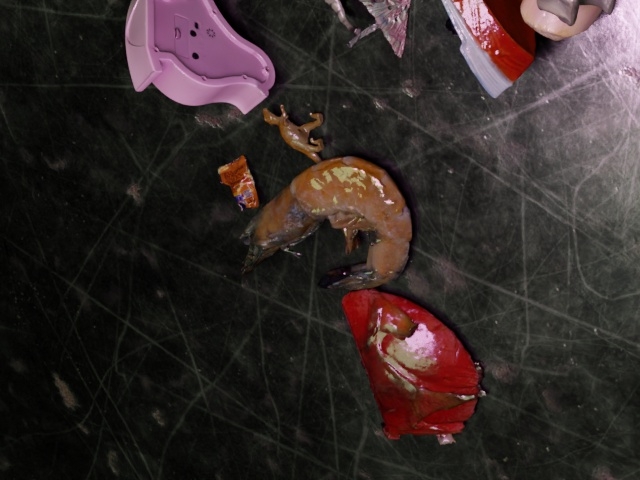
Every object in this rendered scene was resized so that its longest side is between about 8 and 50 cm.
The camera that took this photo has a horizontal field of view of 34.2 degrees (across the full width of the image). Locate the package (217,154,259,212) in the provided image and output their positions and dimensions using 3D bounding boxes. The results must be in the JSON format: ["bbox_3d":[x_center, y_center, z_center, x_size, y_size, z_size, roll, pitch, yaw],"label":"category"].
[{"bbox_3d":[-0.164,-0.110,2.107,0.077,0.033,0.111,-16,99,50],"label":"package"}]

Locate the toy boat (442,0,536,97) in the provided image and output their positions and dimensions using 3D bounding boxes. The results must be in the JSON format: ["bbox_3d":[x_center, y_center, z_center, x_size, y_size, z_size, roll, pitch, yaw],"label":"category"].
[{"bbox_3d":[0.217,-0.380,1.618,0.133,0.145,0.332,-27,90,41],"label":"toy boat"}]

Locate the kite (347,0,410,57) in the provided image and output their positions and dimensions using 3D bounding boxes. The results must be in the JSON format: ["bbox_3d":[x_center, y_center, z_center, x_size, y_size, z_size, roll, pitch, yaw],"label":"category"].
[{"bbox_3d":[0.101,-0.374,1.797,0.156,0.011,0.139,-28,93,41],"label":"kite"}]

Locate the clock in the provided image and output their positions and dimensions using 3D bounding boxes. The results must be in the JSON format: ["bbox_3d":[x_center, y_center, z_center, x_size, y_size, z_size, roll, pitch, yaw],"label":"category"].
[{"bbox_3d":[-0.225,-0.382,1.924,0.080,0.275,0.290,-33,55,44],"label":"clock"}]

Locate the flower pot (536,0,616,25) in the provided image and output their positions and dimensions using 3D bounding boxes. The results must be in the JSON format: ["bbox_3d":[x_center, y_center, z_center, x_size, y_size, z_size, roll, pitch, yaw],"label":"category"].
[{"bbox_3d":[0.301,-0.483,1.436,0.367,0.164,0.254,37,91,16],"label":"flower pot"}]

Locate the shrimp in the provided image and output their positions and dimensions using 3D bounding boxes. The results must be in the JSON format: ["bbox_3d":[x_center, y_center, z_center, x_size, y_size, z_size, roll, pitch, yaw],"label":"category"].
[{"bbox_3d":[0.000,0.000,2.025,0.445,0.085,0.272,-27,102,39],"label":"shrimp"}]

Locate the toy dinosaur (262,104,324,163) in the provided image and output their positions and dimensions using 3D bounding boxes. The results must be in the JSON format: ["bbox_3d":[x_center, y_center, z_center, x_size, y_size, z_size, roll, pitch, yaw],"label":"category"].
[{"bbox_3d":[-0.041,-0.184,1.982,0.126,0.039,0.162,2,120,34],"label":"toy dinosaur"}]

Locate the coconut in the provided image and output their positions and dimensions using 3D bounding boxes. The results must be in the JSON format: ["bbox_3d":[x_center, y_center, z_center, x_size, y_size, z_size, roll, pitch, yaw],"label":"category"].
[{"bbox_3d":[0.366,-0.369,1.540,0.116,0.116,0.122,38,132,14],"label":"coconut"}]

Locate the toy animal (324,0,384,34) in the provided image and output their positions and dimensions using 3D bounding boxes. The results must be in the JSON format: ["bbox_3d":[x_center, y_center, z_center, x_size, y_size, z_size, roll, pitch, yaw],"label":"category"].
[{"bbox_3d":[0.027,-0.474,1.758,0.176,0.073,0.217,33,136,35],"label":"toy animal"}]

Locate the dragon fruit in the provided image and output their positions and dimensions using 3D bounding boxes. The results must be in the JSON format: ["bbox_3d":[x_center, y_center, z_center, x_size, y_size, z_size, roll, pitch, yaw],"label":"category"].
[{"bbox_3d":[0.174,0.255,2.018,0.282,0.100,0.344,-9,109,34],"label":"dragon fruit"}]
